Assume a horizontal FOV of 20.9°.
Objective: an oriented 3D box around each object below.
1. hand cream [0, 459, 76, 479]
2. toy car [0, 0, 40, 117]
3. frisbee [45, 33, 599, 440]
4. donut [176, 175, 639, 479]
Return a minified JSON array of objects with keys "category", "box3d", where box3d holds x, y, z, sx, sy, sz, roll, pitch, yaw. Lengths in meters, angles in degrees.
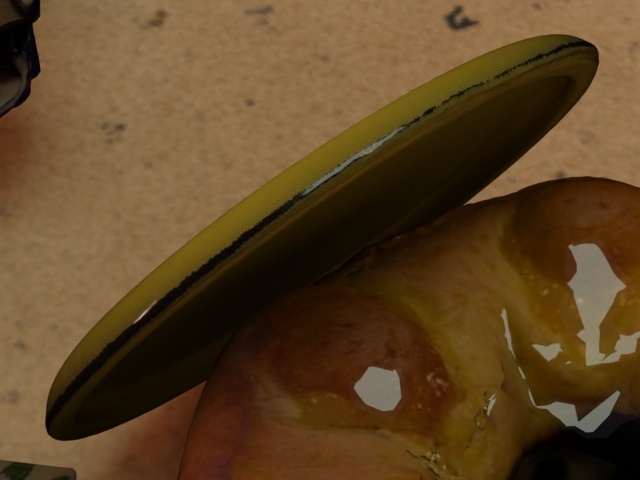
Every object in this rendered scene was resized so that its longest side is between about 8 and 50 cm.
[{"category":"hand cream","box3d":[-0.149,0.141,0.618,0.057,0.037,0.165,1,44,39]},{"category":"toy car","box3d":[-0.201,-0.148,0.746,0.172,0.158,0.235,-12,95,10]},{"category":"frisbee","box3d":[0.000,0.000,0.616,0.236,0.236,0.017,-31,81,-24]},{"category":"donut","box3d":[0.088,0.116,0.555,0.299,0.150,0.317,32,49,30]}]
